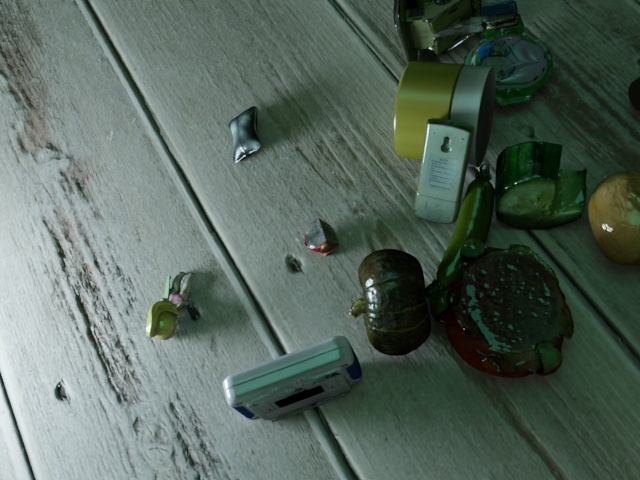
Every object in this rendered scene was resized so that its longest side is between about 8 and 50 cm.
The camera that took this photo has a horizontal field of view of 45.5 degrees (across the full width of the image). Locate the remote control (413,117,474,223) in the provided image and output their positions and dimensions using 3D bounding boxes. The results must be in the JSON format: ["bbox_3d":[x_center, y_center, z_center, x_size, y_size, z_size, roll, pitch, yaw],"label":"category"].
[{"bbox_3d":[0.257,-0.143,1.607,0.098,0.233,0.038,13,36,14],"label":"remote control"}]

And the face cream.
[{"bbox_3d":[0.274,-0.279,1.674,0.179,0.218,0.218,10,65,19],"label":"face cream"}]

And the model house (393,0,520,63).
[{"bbox_3d":[0.328,-0.547,1.803,0.279,0.205,0.218,-5,62,18],"label":"model house"}]

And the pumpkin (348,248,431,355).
[{"bbox_3d":[0.133,0.122,1.500,0.162,0.219,0.219,-11,60,3],"label":"pumpkin"}]

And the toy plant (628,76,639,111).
[{"bbox_3d":[0.774,-0.336,1.658,0.200,0.105,0.143,-20,67,-11],"label":"toy plant"}]

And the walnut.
[{"bbox_3d":[0.616,-0.046,1.503,0.165,0.165,0.197,-6,64,10],"label":"walnut"}]

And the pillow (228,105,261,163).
[{"bbox_3d":[-0.186,-0.260,1.866,0.091,0.055,0.135,-12,58,9],"label":"pillow"}]

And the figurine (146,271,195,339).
[{"bbox_3d":[-0.332,0.140,1.677,0.083,0.083,0.187,10,55,18],"label":"figurine"}]

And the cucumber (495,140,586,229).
[{"bbox_3d":[0.440,-0.118,1.575,0.191,0.191,0.130,-1,61,13],"label":"cucumber"}]

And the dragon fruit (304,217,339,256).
[{"bbox_3d":[0.000,0.000,1.683,0.060,0.056,0.083,-38,50,18],"label":"dragon fruit"}]

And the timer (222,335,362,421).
[{"bbox_3d":[-0.047,0.275,1.472,0.253,0.178,0.078,-20,64,3],"label":"timer"}]

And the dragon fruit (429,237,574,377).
[{"bbox_3d":[0.353,0.134,1.472,0.268,0.130,0.295,-18,65,-4],"label":"dragon fruit"}]

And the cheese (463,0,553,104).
[{"bbox_3d":[0.437,-0.450,1.807,0.204,0.083,0.320,-7,61,9],"label":"cheese"}]

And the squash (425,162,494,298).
[{"bbox_3d":[0.308,-0.011,1.601,0.080,0.071,0.318,24,75,4],"label":"squash"}]
